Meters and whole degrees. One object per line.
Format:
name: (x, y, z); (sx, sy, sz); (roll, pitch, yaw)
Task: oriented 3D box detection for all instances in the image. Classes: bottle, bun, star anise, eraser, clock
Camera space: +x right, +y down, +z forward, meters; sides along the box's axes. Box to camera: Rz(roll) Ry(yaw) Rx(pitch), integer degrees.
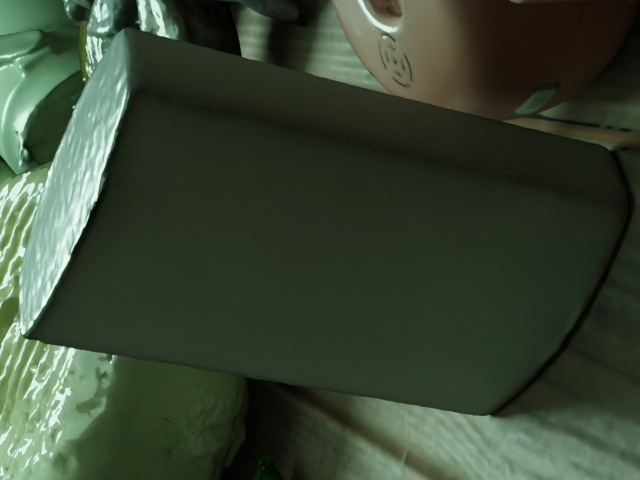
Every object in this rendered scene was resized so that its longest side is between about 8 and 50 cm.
bottle: (-0.285, -0.157, 1.687); (0.352, 0.229, 0.229); (51, 126, 53)
bun: (-0.172, 0.104, 1.287); (0.359, 0.211, 0.360); (-20, 65, 53)
star anise: (-0.143, -0.232, 1.348); (0.359, 0.139, 0.316); (-25, 65, 33)
eraser: (0.000, 0.000, 0.831); (0.095, 0.270, 0.174); (-100, 30, -45)
clock: (0.069, -0.172, 0.873); (0.241, 0.142, 0.227); (128, 130, -62)

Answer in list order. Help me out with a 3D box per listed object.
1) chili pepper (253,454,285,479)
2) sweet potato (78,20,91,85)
chili pepper: (-0.033, 0.242, 1.074); (0.088, 0.059, 0.227); (119, 154, -46)
sweet potato: (-0.145, -0.292, 1.528); (0.130, 0.130, 0.423); (-24, 54, 63)
